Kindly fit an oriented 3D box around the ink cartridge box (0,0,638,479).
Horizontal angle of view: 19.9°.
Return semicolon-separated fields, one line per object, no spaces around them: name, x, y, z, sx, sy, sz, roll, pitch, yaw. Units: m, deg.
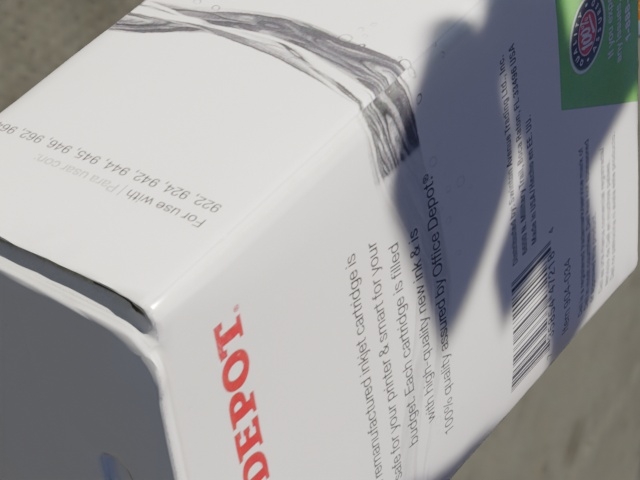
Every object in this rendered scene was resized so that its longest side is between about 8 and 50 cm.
ink cartridge box;0.000;0.000;0.655;0.273;0.115;0.198;-43;142;-35

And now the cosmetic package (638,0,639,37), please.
cosmetic package;0.305;-0.378;1.313;0.161;0.230;0.453;-69;155;-54
